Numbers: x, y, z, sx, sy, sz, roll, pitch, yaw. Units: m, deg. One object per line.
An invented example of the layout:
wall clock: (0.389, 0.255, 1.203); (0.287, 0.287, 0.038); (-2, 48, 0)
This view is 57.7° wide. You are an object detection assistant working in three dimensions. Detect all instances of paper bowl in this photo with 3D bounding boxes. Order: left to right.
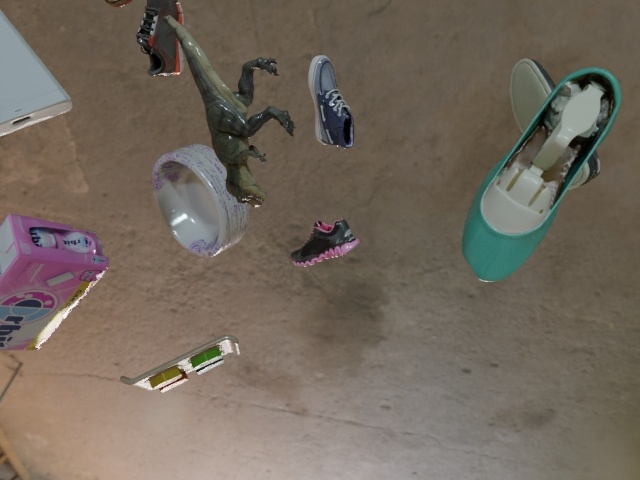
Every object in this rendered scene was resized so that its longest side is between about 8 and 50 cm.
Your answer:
paper bowl: (-0.295, -0.110, 1.509); (0.284, 0.148, 0.285); (22, 127, 34)

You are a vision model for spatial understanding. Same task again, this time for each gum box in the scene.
gum box: (-0.346, 0.053, 0.685); (0.188, 0.062, 0.107); (-43, 149, 23)

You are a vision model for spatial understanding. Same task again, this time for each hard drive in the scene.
hard drive: (-0.656, -0.336, 1.116); (0.308, 0.203, 0.040); (50, 147, 10)

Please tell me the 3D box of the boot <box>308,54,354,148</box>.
boot: (0.031, -0.288, 1.216); (0.086, 0.069, 0.190); (22, 131, 44)

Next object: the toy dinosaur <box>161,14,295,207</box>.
toy dinosaur: (-0.102, -0.169, 0.740); (0.118, 0.064, 0.268); (-16, 106, 13)

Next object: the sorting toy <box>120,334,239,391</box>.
sorting toy: (-0.249, 0.237, 1.080); (0.208, 0.038, 0.193); (-20, 166, -12)

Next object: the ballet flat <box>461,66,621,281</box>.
ballet flat: (0.218, -0.074, 0.586); (0.083, 0.247, 0.087); (33, 177, 19)

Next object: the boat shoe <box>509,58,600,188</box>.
boat shoe: (0.393, -0.200, 0.978); (0.233, 0.079, 0.084); (65, 149, 8)

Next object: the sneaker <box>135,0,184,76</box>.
sneaker: (-0.249, -0.322, 0.887); (0.061, 0.064, 0.158); (29, 135, 35)

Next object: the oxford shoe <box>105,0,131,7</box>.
oxford shoe: (-0.345, -0.608, 1.080); (0.123, 0.130, 0.348); (41, 109, 20)

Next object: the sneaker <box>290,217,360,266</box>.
sneaker: (0.000, 0.000, 0.828); (0.119, 0.047, 0.057); (-19, 100, 38)
